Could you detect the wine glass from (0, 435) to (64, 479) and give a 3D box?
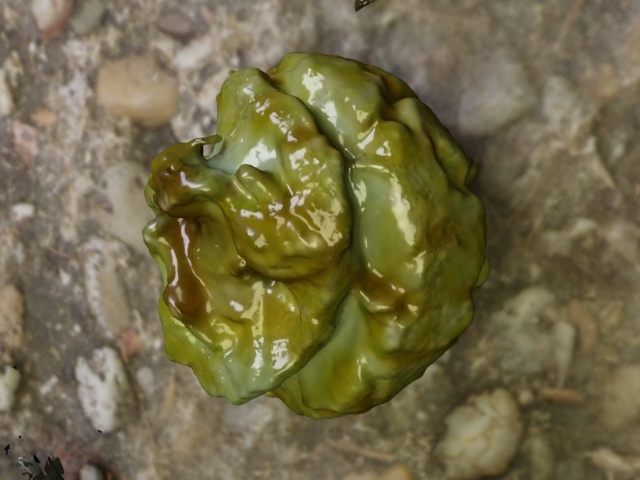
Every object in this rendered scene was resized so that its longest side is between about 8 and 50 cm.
[{"bbox_3d":[-0.217,0.323,0.951,0.191,0.190,0.357,-17,99,21],"label":"wine glass"}]

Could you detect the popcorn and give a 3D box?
[{"bbox_3d":[0.000,0.000,0.797,0.204,0.184,0.221,24,125,22],"label":"popcorn"}]

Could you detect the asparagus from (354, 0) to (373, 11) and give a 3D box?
[{"bbox_3d":[0.064,-0.176,0.810,0.114,0.015,0.014,-32,129,24],"label":"asparagus"}]
